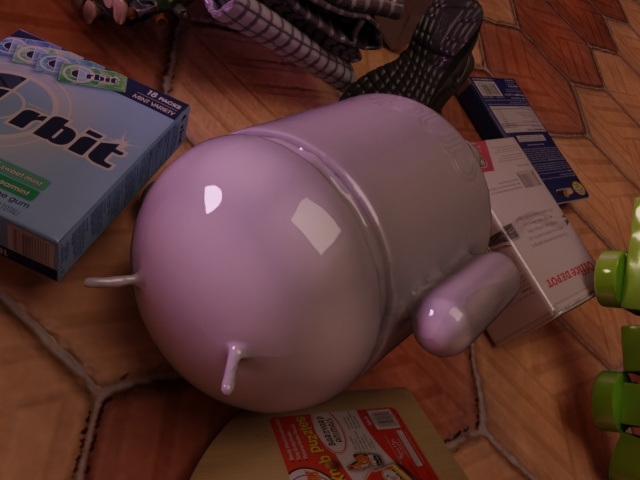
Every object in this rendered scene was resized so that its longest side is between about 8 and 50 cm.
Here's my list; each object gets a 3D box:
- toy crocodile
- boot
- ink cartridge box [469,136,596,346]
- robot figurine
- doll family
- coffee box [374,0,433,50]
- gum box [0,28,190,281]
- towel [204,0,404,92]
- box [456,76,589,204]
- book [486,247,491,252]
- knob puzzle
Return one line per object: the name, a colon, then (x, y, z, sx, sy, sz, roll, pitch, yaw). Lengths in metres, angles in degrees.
toy crocodile: (0.368, 0.110, 0.764, 0.105, 0.115, 0.341, 19, 74, -48)
boot: (0.107, -0.159, 0.832, 0.083, 0.246, 0.161, 40, -6, 16)
ink cartridge box: (0.218, -0.005, 0.825, 0.158, 0.092, 0.218, -13, 67, -46)
robot figurine: (0.000, 0.000, 0.550, 0.299, 0.200, 0.353, 19, 29, 30)
doll family: (-0.199, -0.262, 0.678, 0.193, 0.076, 0.111, 50, 45, 7)
coffee box: (0.088, -0.413, 0.990, 0.141, 0.098, 0.247, 39, 34, -51)
gum box: (-0.206, -0.072, 0.512, 0.156, 0.041, 0.184, 24, 42, 3)
towel: (-0.057, -0.318, 0.748, 0.235, 0.121, 0.284, 16, 38, -51)
box: (0.299, -0.143, 1.044, 0.136, 0.036, 0.225, -10, 65, -44)
book: (0.108, 0.001, 0.722, 0.035, 0.096, 0.144, -19, 74, -49)
knob puzzle: (0.004, 0.171, 0.497, 0.213, 0.030, 0.213, 6, 23, -3)
